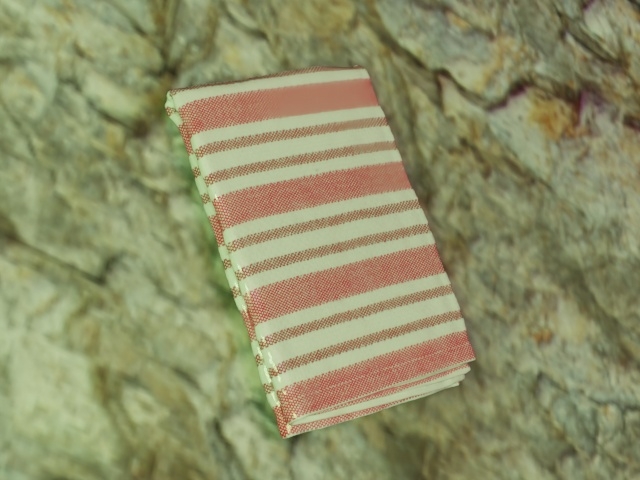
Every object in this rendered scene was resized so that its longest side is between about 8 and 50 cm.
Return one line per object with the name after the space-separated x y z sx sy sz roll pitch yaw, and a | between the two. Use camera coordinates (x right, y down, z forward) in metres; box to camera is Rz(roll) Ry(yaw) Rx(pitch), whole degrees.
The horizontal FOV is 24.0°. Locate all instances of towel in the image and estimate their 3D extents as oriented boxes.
0.000 0.000 0.822 0.144 0.029 0.197 -12 78 -43 | towel
